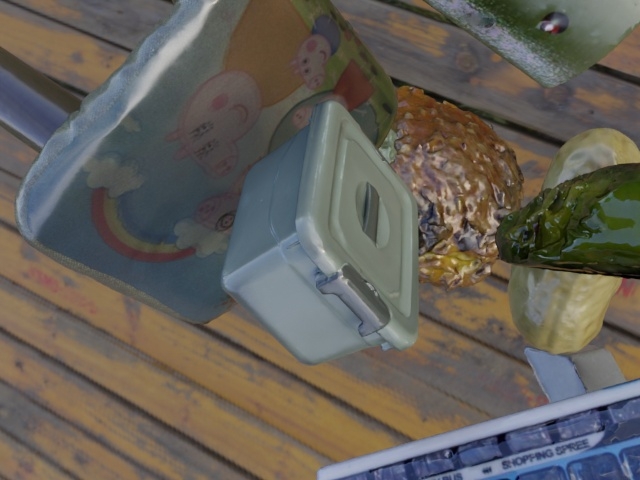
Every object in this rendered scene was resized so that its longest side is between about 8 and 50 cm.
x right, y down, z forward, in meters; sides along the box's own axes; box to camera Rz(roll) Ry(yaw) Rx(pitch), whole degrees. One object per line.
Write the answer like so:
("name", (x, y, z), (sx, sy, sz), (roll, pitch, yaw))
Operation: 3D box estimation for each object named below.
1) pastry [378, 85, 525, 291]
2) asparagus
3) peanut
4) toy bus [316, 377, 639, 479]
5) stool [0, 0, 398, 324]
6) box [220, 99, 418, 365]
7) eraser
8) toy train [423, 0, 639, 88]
("pastry", (0.209, -0.085, 1.548), (0.405, 0.337, 0.292), (-107, 36, -50))
("asparagus", (0.298, -0.013, 0.702), (0.381, 0.128, 0.108), (4, 89, 39))
("peanut", (0.303, 0.003, 1.032), (0.147, 0.147, 0.319), (22, 134, 22))
("toy bus", (0.144, 0.208, 0.659), (0.297, 0.106, 0.131), (-18, 56, 14))
("stool", (-0.129, -0.121, 0.789), (0.310, 0.310, 0.226), (-48, 57, 1))
("box", (0.000, 0.000, 0.599), (0.092, 0.172, 0.124), (-27, 120, 25))
("eraser", (0.428, 0.292, 1.267), (0.077, 0.111, 0.353), (-44, 61, 41))
("toy train", (0.104, -0.259, 0.620), (0.299, 0.202, 0.131), (28, 141, -21))
